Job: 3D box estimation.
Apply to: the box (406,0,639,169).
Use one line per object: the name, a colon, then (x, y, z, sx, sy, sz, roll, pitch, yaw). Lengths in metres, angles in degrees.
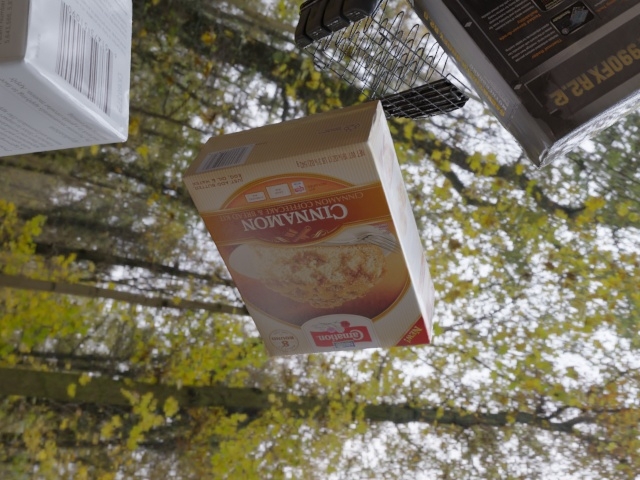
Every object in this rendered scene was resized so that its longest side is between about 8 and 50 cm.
box: (0.203, -0.189, 0.464, 0.231, 0.056, 0.183, -33, -105, 0)

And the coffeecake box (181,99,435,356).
coffeecake box: (0.000, 0.000, 0.508, 0.143, 0.185, 0.068, -9, -146, 20)

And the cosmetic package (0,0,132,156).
cosmetic package: (-0.275, -0.166, 0.533, 0.184, 0.151, 0.151, -5, -104, 9)

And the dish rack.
dish rack: (0.103, -0.287, 1.011, 0.208, 0.272, 0.074, 2, -115, 58)
